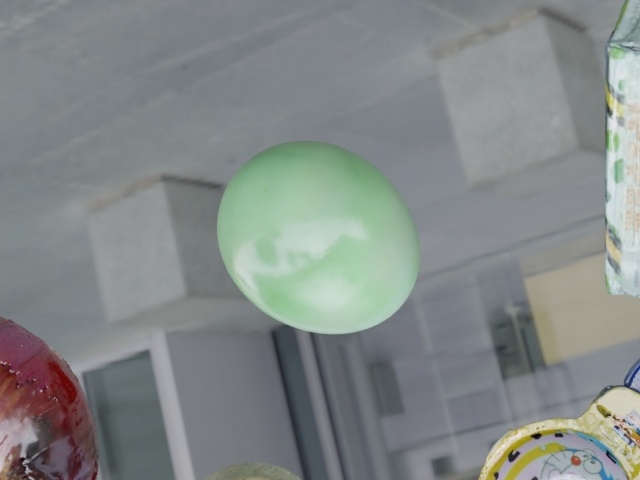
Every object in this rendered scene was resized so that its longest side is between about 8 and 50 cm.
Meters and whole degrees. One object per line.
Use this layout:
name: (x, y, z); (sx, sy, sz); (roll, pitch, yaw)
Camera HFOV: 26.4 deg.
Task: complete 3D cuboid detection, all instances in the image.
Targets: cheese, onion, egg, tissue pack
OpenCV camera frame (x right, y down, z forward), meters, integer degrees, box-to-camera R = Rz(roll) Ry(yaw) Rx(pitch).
cheese: (0.230, 0.201, 1.176); (0.250, 0.156, 0.064); (-47, -176, -7)
onion: (-0.352, 0.204, 1.342); (0.276, 0.276, 0.276); (-13, 168, -3)
egg: (0.000, 0.000, 1.639); (0.220, 0.220, 0.270); (-21, 134, 31)
tissue pack: (0.385, -0.118, 1.497); (0.128, 0.310, 0.228); (7, -146, 20)

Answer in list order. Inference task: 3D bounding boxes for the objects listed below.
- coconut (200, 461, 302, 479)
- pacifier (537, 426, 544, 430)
coconut: (-0.084, 0.418, 1.723); (0.238, 0.237, 0.266); (-13, 151, -1)
pacifier: (0.341, 0.279, 1.636); (0.279, 0.207, 0.227); (-48, 147, -20)
